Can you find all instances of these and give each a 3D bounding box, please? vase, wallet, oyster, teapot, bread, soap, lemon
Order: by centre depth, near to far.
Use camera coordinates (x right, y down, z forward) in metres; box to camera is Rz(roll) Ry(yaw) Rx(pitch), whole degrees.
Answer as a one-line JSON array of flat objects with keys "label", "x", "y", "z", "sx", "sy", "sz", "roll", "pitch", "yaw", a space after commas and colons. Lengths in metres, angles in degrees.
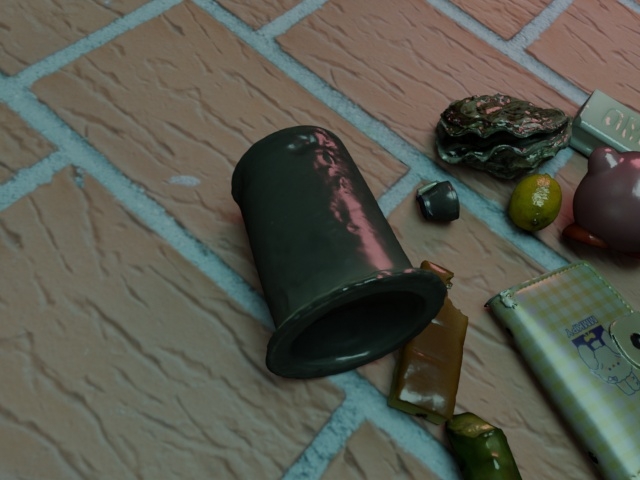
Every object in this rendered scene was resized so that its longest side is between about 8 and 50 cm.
[{"label": "vase", "x": 0.000, "y": 0.000, "z": 0.830, "sx": 0.244, "sy": 0.245, "sz": 0.291, "roll": -11, "pitch": 59, "yaw": -19}, {"label": "bread", "x": 0.159, "y": 0.140, "z": 0.887, "sx": 0.088, "sy": 0.049, "sz": 0.226, "roll": 20, "pitch": 56, "yaw": -1}, {"label": "wallet", "x": 0.413, "y": 0.182, "z": 0.913, "sx": 0.223, "sy": 0.077, "sz": 0.310, "roll": -20, "pitch": 65, "yaw": -19}, {"label": "teapot", "x": 0.189, "y": -0.067, "z": 1.016, "sx": 0.056, "sy": 0.066, "sz": 0.088, "roll": -15, "pitch": 40, "yaw": -2}, {"label": "lemon", "x": 0.360, "y": -0.066, "z": 1.039, "sx": 0.082, "sy": 0.082, "sz": 0.111, "roll": 27, "pitch": 64, "yaw": 3}, {"label": "oyster", "x": 0.335, "y": -0.185, "z": 1.100, "sx": 0.267, "sy": 0.112, "sz": 0.198, "roll": 4, "pitch": 38, "yaw": -2}, {"label": "soap", "x": 0.570, "y": -0.186, "z": 1.170, "sx": 0.198, "sy": 0.067, "sz": 0.119, "roll": 35, "pitch": 56, "yaw": 9}]

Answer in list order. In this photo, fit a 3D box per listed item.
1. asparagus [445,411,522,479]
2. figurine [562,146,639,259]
[{"label": "asparagus", "x": 0.237, "y": 0.368, "z": 0.752, "sx": 0.082, "sy": 0.085, "sz": 0.343, "roll": 9, "pitch": 52, "yaw": -37}, {"label": "figurine", "x": 0.503, "y": -0.063, "z": 1.020, "sx": 0.173, "sy": 0.173, "sz": 0.173, "roll": 6, "pitch": 59, "yaw": -10}]
